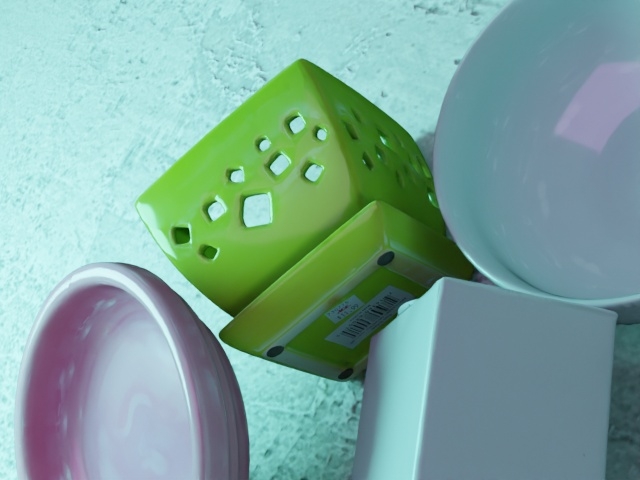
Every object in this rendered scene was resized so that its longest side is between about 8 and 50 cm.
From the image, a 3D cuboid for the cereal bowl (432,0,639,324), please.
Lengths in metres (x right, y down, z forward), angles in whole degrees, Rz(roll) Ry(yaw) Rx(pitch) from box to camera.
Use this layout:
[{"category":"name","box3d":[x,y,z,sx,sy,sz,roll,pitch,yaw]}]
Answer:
[{"category":"cereal bowl","box3d":[0.274,-0.080,1.056,0.339,0.141,0.338,-17,59,32]}]

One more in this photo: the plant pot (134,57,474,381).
[{"category":"plant pot","box3d":[0.000,0.000,1.185,0.228,0.227,0.207,-40,57,16]}]

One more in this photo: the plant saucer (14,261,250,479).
[{"category":"plant saucer","box3d":[-0.169,0.185,1.129,0.332,0.084,0.332,0,90,50]}]

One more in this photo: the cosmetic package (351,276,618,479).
[{"category":"cosmetic package","box3d":[0.108,0.243,0.966,0.217,0.156,0.384,130,152,-70]}]
